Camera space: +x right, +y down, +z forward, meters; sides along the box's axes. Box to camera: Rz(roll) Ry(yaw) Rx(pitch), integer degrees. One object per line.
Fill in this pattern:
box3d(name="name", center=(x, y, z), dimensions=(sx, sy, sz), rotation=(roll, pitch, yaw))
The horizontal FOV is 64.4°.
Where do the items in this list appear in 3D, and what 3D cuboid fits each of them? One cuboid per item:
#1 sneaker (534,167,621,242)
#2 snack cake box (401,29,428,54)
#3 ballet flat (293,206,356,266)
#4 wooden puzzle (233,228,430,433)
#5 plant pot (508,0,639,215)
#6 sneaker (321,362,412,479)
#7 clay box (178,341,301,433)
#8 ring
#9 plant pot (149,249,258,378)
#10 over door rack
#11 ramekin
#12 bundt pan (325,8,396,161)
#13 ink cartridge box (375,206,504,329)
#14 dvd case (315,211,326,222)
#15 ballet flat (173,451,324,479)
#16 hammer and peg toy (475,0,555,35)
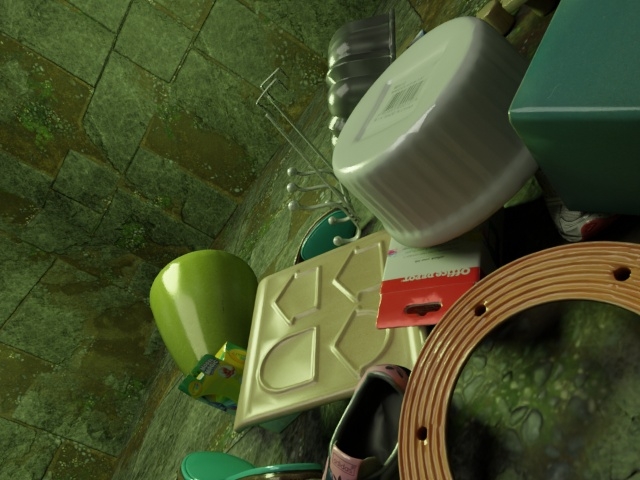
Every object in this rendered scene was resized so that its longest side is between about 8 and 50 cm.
box3d(name="sneaker", center=(0.277, -0.085, 0.592), dimensions=(0.088, 0.093, 0.225), rotation=(-46, 23, 34))
box3d(name="snack cake box", center=(0.224, -0.272, 0.947), dimensions=(0.089, 0.152, 0.264), rotation=(-47, 22, 34))
box3d(name="ballet flat", center=(-0.021, 0.060, 1.183), dimensions=(0.316, 0.108, 0.106), rotation=(-59, 8, -1))
box3d(name="wooden puzzle", center=(0.022, 0.140, 0.847), dimensions=(0.348, 0.080, 0.322), rotation=(-27, 33, 22))
box3d(name="plant pot", center=(0.310, -0.113, 0.388), dimensions=(0.234, 0.165, 0.165), rotation=(18, 77, 49))
box3d(name="sneaker", center=(0.030, 0.286, 0.568), dimensions=(0.112, 0.131, 0.318), rotation=(10, 67, 32))
box3d(name="clay box", center=(-0.137, 0.272, 0.947), dimensions=(0.127, 0.222, 0.053), rotation=(-49, 20, 29))
box3d(name="ring", center=(0.202, 0.154, 0.423), dimensions=(0.337, 0.032, 0.336), rotation=(-35, 38, 33))
box3d(name="plant pot", center=(-0.250, 0.213, 1.194), dimensions=(0.274, 0.275, 0.293), rotation=(-55, 33, 16))
box3d(name="over door rack", center=(-0.039, -0.160, 0.994), dimensions=(0.108, 0.324, 0.239), rotation=(-28, 23, 8))
box3d(name="ramekin", center=(0.140, -0.140, 0.639), dimensions=(0.277, 0.135, 0.277), rotation=(-44, 23, 24))
box3d(name="bundt pan", center=(0.081, -0.258, 0.965), dimensions=(0.331, 0.124, 0.330), rotation=(0, -90, -83))
box3d(name="ink cartridge box", center=(0.163, 0.030, 0.676), dimensions=(0.134, 0.078, 0.231), rotation=(-13, 45, 35))
box3d(name="dvd case", center=(0.000, 0.000, 1.354), dimensions=(0.164, 0.018, 0.221), rotation=(-61, 17, -4))
box3d(name="ballet flat", center=(-0.133, 0.443, 0.814), dimensions=(0.483, 0.164, 0.181), rotation=(-31, 54, 55))
box3d(name="hammer and peg toy", center=(0.411, -0.538, 0.898), dimensions=(0.361, 0.127, 0.265), rotation=(-19, 44, 65))
